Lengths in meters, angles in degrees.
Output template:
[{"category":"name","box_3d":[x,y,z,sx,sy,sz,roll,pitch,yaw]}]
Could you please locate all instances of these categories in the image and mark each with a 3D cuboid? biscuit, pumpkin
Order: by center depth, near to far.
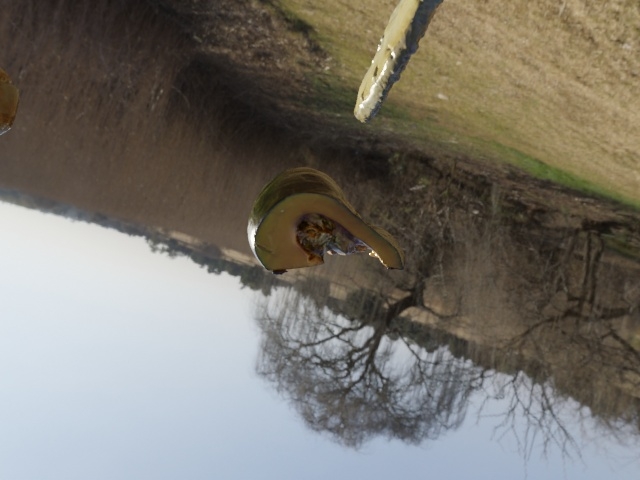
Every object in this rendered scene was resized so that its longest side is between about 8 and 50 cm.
[{"category":"biscuit","box_3d":[0.093,-0.230,0.526,0.038,0.141,0.289,24,135,-7]},{"category":"pumpkin","box_3d":[0.000,0.001,0.880,0.281,0.190,0.139,41,-167,-15]}]

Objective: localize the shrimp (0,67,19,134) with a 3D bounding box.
[{"category":"shrimp","box_3d":[-0.482,-0.174,0.497,0.295,0.153,0.062,16,149,-11]}]
